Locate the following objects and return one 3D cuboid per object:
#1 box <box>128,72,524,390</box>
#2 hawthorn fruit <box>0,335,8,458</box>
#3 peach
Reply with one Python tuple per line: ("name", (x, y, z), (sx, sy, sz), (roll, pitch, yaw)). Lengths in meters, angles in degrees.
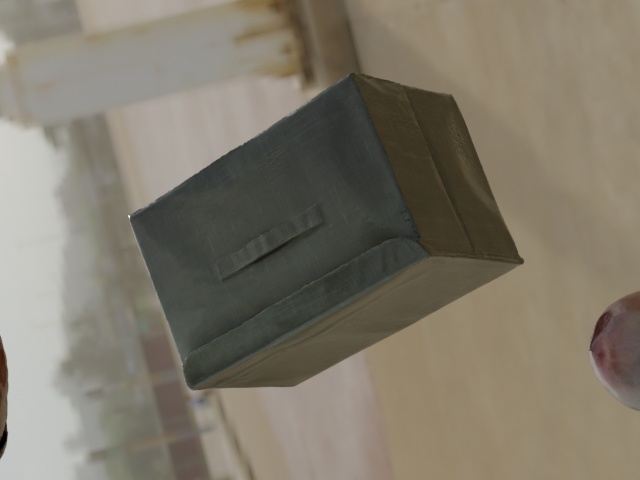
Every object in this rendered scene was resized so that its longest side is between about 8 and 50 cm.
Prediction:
("box", (0.000, 0.000, 1.436), (0.155, 0.231, 0.149), (4, -120, -55))
("hawthorn fruit", (-0.299, 0.070, 1.165), (0.235, 0.181, 0.181), (57, 178, -14))
("peach", (0.215, 0.071, 1.251), (0.083, 0.083, 0.083), (165, 90, -84))
